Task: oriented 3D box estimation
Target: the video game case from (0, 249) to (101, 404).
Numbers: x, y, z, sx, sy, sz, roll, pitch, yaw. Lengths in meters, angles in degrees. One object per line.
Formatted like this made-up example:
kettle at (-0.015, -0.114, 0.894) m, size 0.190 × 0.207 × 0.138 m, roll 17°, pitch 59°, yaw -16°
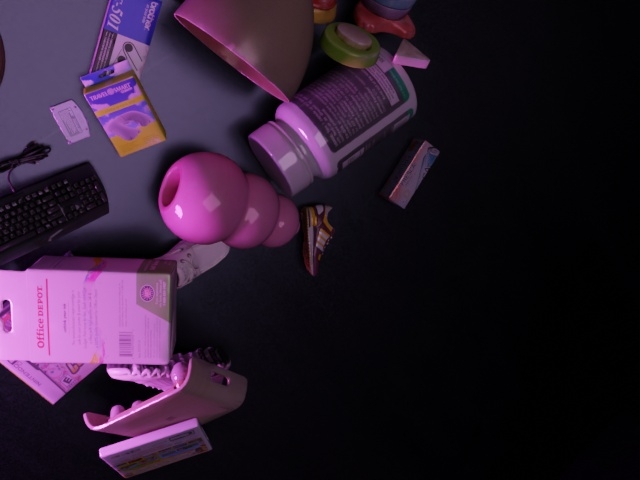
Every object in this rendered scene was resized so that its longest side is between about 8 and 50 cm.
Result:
video game case at (-0.582, 0.200, 1.342) m, size 0.275 × 0.035 × 0.248 m, roll -41°, pitch 117°, yaw -8°

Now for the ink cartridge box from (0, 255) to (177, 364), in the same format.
ink cartridge box at (-0.488, 0.143, 1.253) m, size 0.354 × 0.119 × 0.207 m, roll 3°, pitch 104°, yaw -8°

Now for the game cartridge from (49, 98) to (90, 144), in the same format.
game cartridge at (-0.519, -0.249, 1.248) m, size 0.056 × 0.017 × 0.083 m, roll -25°, pitch 114°, yaw -12°

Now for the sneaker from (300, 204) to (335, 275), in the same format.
sneaker at (0.000, 0.000, 1.526) m, size 0.084 × 0.069 × 0.185 m, roll -8°, pitch 109°, yaw -17°

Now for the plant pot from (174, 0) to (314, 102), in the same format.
plant pot at (-0.122, -0.441, 1.209) m, size 0.284 × 0.284 × 0.191 m, roll 35°, pitch 94°, yaw -28°

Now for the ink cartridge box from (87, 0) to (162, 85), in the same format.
ink cartridge box at (-0.406, -0.410, 1.233) m, size 0.097 × 0.046 × 0.207 m, roll 14°, pitch 99°, yaw -28°

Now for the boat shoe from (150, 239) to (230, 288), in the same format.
boat shoe at (-0.328, 0.068, 1.382) m, size 0.277 × 0.096 × 0.098 m, roll -28°, pitch 115°, yaw -14°

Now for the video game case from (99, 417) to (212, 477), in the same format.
video game case at (-0.390, 0.505, 1.445) m, size 0.227 × 0.026 × 0.206 m, roll -16°, pitch 147°, yaw -10°

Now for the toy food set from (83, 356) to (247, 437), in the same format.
toy food set at (-0.352, 0.370, 1.384) m, size 0.306 × 0.092 × 0.220 m, roll -27°, pitch 146°, yaw 14°

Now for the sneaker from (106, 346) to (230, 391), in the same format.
sneaker at (-0.366, 0.328, 1.445) m, size 0.292 × 0.110 × 0.118 m, roll 7°, pitch 111°, yaw -26°

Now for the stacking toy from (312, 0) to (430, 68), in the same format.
stacking toy at (0.105, -0.510, 1.297) m, size 0.309 × 0.279 × 0.130 m, roll -6°, pitch 143°, yaw -26°

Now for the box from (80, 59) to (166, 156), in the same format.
box at (-0.406, -0.271, 1.239) m, size 0.109 × 0.042 × 0.178 m, roll -22°, pitch 132°, yaw -2°

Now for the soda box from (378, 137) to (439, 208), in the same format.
soda box at (0.235, -0.178, 1.586) m, size 0.063 × 0.058 × 0.183 m, roll 31°, pitch 92°, yaw -28°

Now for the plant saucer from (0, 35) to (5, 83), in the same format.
plant saucer at (-0.741, -0.353, 1.104) m, size 0.278 × 0.041 × 0.277 m, roll -7°, pitch 107°, yaw -23°

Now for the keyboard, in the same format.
keyboard at (-0.601, -0.082, 1.195) m, size 0.317 × 0.033 × 0.201 m, roll -33°, pitch 99°, yaw -33°

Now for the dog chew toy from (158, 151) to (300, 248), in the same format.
dog chew toy at (-0.190, -0.072, 1.355) m, size 0.332 × 0.207 × 0.206 m, roll 18°, pitch 97°, yaw -36°

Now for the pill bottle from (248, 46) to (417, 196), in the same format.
pill bottle at (0.027, -0.273, 1.380) m, size 0.361 × 0.204 × 0.204 m, roll -37°, pitch 117°, yaw -11°
